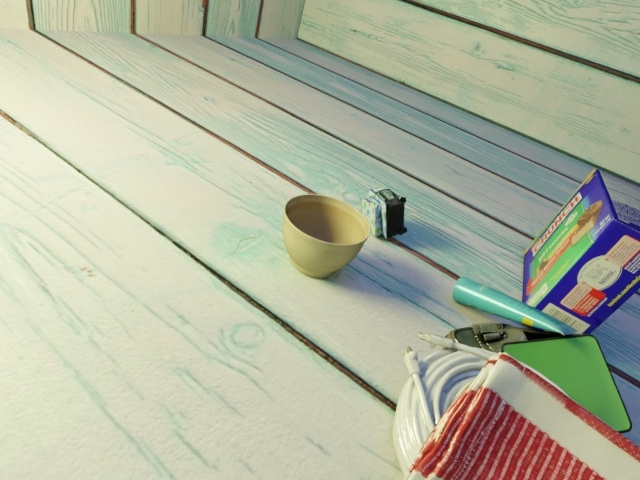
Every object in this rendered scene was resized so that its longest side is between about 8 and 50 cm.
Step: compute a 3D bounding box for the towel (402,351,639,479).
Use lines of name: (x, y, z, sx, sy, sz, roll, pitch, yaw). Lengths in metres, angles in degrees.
towel: (0.138, 0.280, 0.290, 0.237, 0.329, 0.037, 36, -7, 18)

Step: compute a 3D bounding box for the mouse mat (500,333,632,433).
mouse mat: (0.382, 0.228, 0.637, 0.190, 0.007, 0.152, -1, 65, -15)

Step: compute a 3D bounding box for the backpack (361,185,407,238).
backpack: (0.140, -0.069, 0.941, 0.084, 0.104, 0.114, -13, 31, -8)

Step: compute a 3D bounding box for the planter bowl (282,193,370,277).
planter bowl: (0.000, 0.000, 0.769, 0.162, 0.109, 0.162, 12, 35, -9)

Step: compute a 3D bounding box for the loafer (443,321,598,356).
loafer: (0.344, 0.176, 0.702, 0.268, 0.084, 0.096, 10, 34, -12)

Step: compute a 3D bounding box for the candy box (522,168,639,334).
candy box: (0.551, 0.023, 0.853, 0.122, 0.268, 0.317, 31, 35, 12)

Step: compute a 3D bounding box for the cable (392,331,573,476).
cable: (0.217, 0.256, 0.510, 0.257, 0.089, 0.257, 14, 41, 1)

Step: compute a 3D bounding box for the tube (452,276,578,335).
tube: (0.346, 0.123, 0.745, 0.080, 0.052, 0.207, 0, 16, -43)
